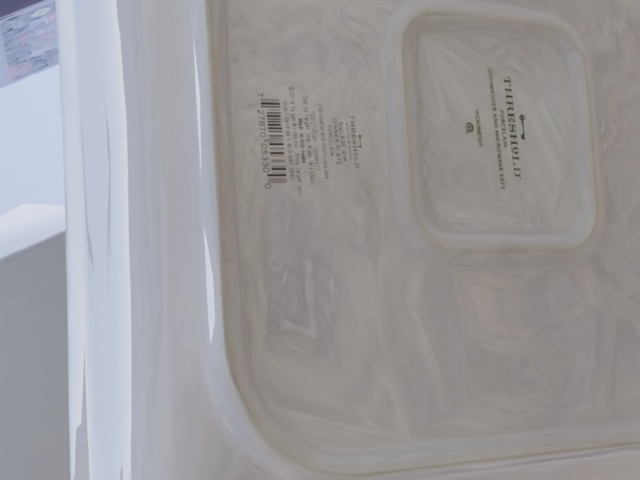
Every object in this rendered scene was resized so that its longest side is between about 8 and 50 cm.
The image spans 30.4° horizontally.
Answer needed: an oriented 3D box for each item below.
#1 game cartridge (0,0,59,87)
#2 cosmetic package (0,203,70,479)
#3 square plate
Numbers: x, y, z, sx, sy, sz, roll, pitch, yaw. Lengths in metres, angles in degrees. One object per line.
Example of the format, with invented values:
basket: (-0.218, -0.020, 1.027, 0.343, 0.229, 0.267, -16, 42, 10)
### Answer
game cartridge: (-0.227, -0.138, 0.761, 0.230, 0.355, 0.068, -21, -86, -13)
cosmetic package: (-0.304, 0.137, 0.876, 0.385, 0.156, 0.217, -31, -68, -36)
square plate: (0.062, -0.038, 0.494, 0.344, 0.049, 0.347, 0, -97, -31)
